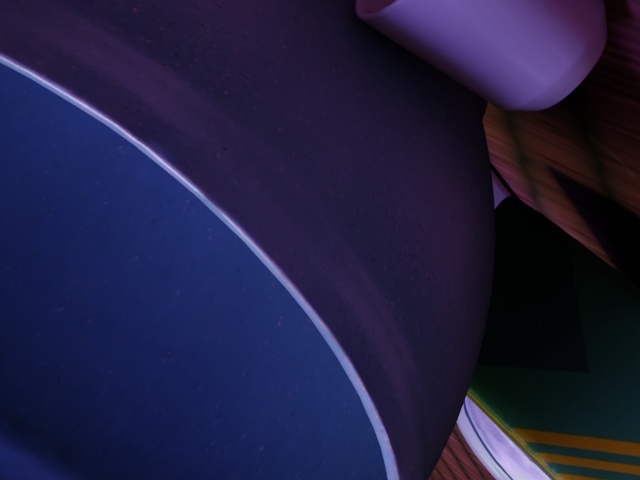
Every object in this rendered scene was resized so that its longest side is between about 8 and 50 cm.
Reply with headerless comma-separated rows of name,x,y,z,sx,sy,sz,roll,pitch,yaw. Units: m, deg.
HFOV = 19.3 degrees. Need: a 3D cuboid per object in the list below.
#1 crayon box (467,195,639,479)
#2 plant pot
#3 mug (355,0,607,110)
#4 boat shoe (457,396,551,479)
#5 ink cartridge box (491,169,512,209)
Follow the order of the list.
crayon box,0.177,0.124,0.730,0.202,0.081,0.318,45,180,-35
plant pot,-0.054,-0.029,0.692,0.293,0.196,0.293,24,145,18
mug,0.057,-0.079,0.587,0.064,0.078,0.062,39,143,-18
boat shoe,0.174,0.126,0.997,0.226,0.083,0.076,33,159,11
ink cartridge box,0.062,-0.001,0.934,0.180,0.060,0.104,50,171,-27
